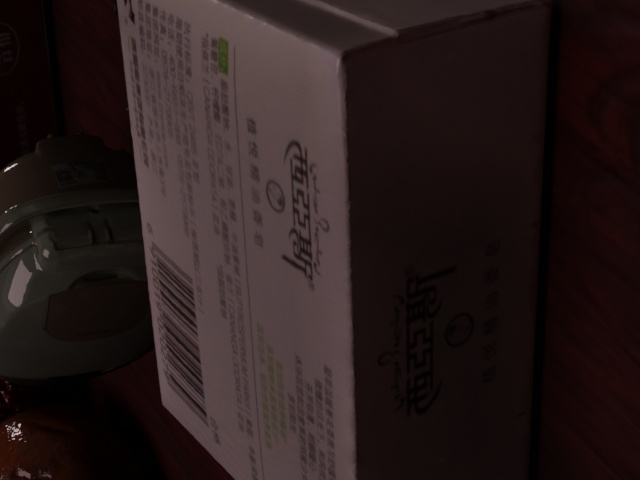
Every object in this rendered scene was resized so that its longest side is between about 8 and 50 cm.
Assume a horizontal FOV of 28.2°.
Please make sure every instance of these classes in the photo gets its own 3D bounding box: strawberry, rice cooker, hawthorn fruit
[{"bbox_3d":[-0.279,0.170,1.178,0.086,0.145,0.145,11,118,34],"label":"strawberry"},{"bbox_3d":[-0.172,0.020,0.880,0.206,0.145,0.127,111,143,-47],"label":"rice cooker"},{"bbox_3d":[-0.214,0.210,1.068,0.189,0.149,0.149,-15,93,63],"label":"hawthorn fruit"}]

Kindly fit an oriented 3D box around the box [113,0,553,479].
[{"bbox_3d":[0.000,0.000,0.590,0.194,0.111,0.260,35,133,48],"label":"box"}]

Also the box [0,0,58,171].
[{"bbox_3d":[-0.348,-0.176,1.097,0.344,0.122,0.385,38,137,47],"label":"box"}]
